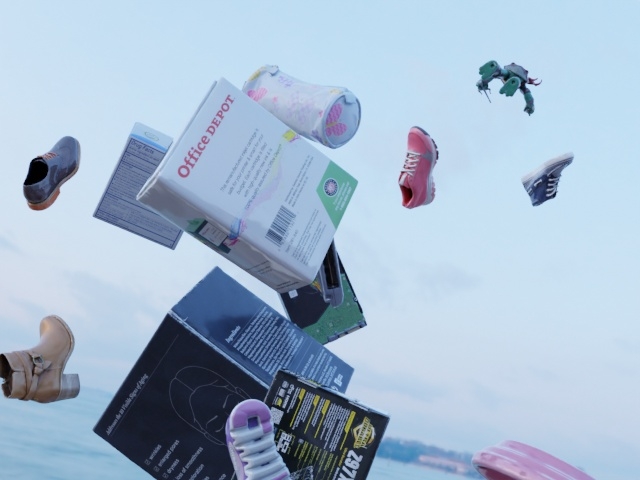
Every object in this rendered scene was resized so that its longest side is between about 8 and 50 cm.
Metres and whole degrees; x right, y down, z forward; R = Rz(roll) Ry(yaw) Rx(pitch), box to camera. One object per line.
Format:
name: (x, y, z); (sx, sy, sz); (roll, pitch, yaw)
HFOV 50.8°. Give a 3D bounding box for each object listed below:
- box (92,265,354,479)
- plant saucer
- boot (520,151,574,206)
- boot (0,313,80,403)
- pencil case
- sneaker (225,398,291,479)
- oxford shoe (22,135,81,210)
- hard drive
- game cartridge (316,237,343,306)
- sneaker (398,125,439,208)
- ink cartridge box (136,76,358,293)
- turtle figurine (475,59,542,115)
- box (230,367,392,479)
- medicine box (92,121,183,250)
box: (-0.251, 0.418, 1.763); (0.471, 0.480, 0.297); (37, 26, -1)
plant saucer: (0.484, 0.519, 1.416); (0.332, 0.084, 0.332); (30, -17, 10)
boot: (0.578, -0.151, 1.679); (0.069, 0.086, 0.190); (-16, -10, -18)
boot: (-0.563, 0.226, 1.327); (0.073, 0.197, 0.152); (-40, -29, 21)
pencil case: (-0.042, -0.282, 1.405); (0.273, 0.124, 0.113); (29, 7, 38)
sneaker: (-0.122, 0.411, 1.239); (0.095, 0.236, 0.104); (-9, -8, -29)
oxford shoe: (-0.750, -0.211, 1.887); (0.096, 0.271, 0.098); (4, -39, 6)
hard drive: (-0.017, 0.167, 2.193); (0.236, 0.339, 0.064); (-23, -5, -14)
game cartridge: (0.000, 0.000, 1.743); (0.062, 0.198, 0.297); (-11, -59, -2)
sneaker: (0.341, -0.251, 2.420); (0.136, 0.314, 0.116); (-26, 33, -32)
ink cartridge box: (-0.107, -0.079, 1.038); (0.278, 0.201, 0.117); (35, -28, -19)
turtle figurine: (0.513, -0.426, 1.838); (0.175, 0.118, 0.234); (27, 14, 24)
box: (-0.030, 0.460, 1.389); (0.257, 0.322, 0.079); (21, -7, 11)
medicine box: (-0.498, -0.161, 2.028); (0.263, 0.289, 0.149); (25, 20, -19)
